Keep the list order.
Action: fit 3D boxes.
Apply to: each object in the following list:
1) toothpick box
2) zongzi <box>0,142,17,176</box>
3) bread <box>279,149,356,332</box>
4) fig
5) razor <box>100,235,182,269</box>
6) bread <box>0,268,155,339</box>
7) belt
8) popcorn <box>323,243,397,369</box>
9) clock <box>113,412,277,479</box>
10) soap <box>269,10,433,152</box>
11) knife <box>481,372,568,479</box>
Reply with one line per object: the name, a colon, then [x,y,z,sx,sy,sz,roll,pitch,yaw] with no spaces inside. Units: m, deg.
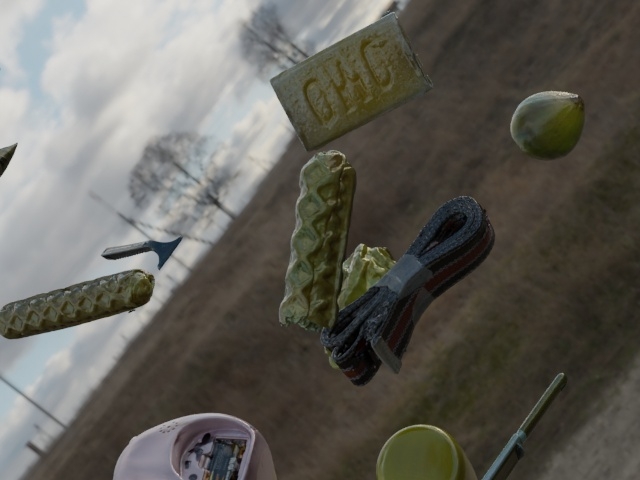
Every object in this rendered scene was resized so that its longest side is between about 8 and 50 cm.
toothpick box: [0.225,0.483,1.959,0.175,0.175,0.271,-52,-32,-11]
zongzi: [-0.442,-0.091,1.315,0.076,0.040,0.083,-41,13,36]
bread: [-0.001,0.000,1.447,0.087,0.098,0.270,-1,79,54]
fig: [0.450,-0.229,1.961,0.153,0.136,0.120,-53,10,-11]
razor: [-0.298,0.015,1.586,0.190,0.033,0.066,-3,45,48]
bread: [-0.463,0.121,1.845,0.367,0.077,0.084,-16,32,25]
belt: [0.148,0.077,1.613,0.359,0.094,0.126,-47,38,-12]
popcorn: [0.097,0.129,1.925,0.233,0.192,0.266,106,-177,-45]
clock: [-0.307,0.564,2.340,0.368,0.376,0.251,-77,-15,-50]
soap: [0.059,-0.306,1.918,0.274,0.174,0.089,-27,8,14]
knife: [0.316,0.346,1.606,0.343,0.027,0.061,-45,-41,-31]
